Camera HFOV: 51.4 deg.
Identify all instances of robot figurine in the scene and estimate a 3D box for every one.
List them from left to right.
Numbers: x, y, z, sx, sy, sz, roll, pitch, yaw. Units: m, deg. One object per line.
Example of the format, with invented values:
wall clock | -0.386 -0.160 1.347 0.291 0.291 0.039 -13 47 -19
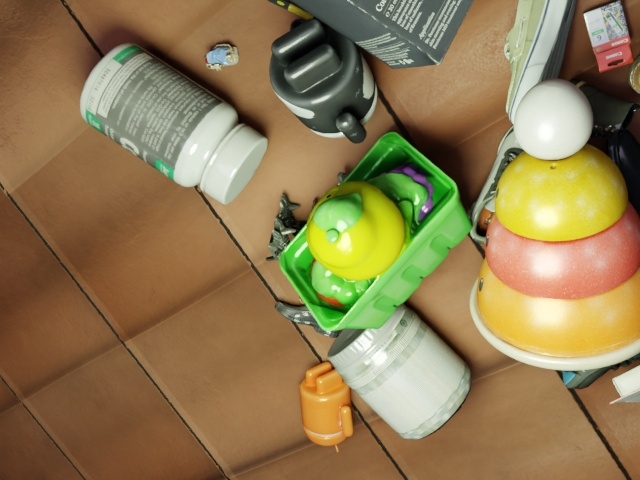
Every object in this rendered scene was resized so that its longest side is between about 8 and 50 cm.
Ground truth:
robot figurine | 0.014 0.411 1.644 0.158 0.128 0.219 2 112 15
robot figurine | 0.011 -0.301 1.252 0.173 0.278 0.209 11 82 21

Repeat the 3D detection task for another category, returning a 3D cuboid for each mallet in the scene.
mallet | -0.059 -0.459 1.344 0.190 0.039 0.062 23 118 13

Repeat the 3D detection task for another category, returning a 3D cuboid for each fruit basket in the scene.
fruit basket | 0.072 -0.021 1.247 0.283 0.392 0.392 52 130 44

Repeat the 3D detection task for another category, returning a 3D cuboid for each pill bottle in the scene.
pill bottle | -0.307 -0.244 1.422 0.361 0.204 0.204 33 119 4

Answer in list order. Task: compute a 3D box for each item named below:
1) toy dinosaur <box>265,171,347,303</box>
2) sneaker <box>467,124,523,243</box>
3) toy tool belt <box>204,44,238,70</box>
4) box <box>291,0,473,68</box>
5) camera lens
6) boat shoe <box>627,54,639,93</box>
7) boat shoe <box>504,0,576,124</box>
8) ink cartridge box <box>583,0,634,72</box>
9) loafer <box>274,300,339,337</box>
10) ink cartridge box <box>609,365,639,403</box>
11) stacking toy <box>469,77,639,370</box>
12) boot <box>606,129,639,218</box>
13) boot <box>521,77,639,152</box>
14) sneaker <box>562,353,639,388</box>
toy dinosaur | 0.000 0.000 1.464 0.218 0.164 0.322 15 96 -5
sneaker | 0.371 -0.109 1.303 0.100 0.108 0.271 24 112 9
toy tool belt | -0.219 -0.388 1.416 0.083 0.051 0.052 -6 110 22
box | 0.110 -0.503 1.052 0.312 0.179 0.343 28 92 -23
camera lens | 0.179 0.283 1.476 0.274 0.219 0.219 45 119 -4
boat shoe | 0.687 -0.246 1.138 0.302 0.103 0.113 15 116 11
boat shoe | 0.378 -0.349 1.181 0.094 0.109 0.302 18 92 30
ink cartridge box | 0.516 -0.362 1.188 0.063 0.029 0.115 -16 106 24
loafer | -0.027 0.175 1.599 0.170 0.062 0.061 21 96 6
ink cartridge box | 0.697 0.231 1.276 0.275 0.239 0.060 -37 58 28
stacking toy | 0.408 -0.053 1.132 0.351 0.350 0.480 -3 124 20
boot | 0.646 -0.115 1.212 0.207 0.094 0.246 -12 115 27
boot | 0.461 -0.189 1.188 0.137 0.077 0.198 32 91 37
sneaker | 0.631 0.203 1.343 0.140 0.125 0.341 31 122 -5
